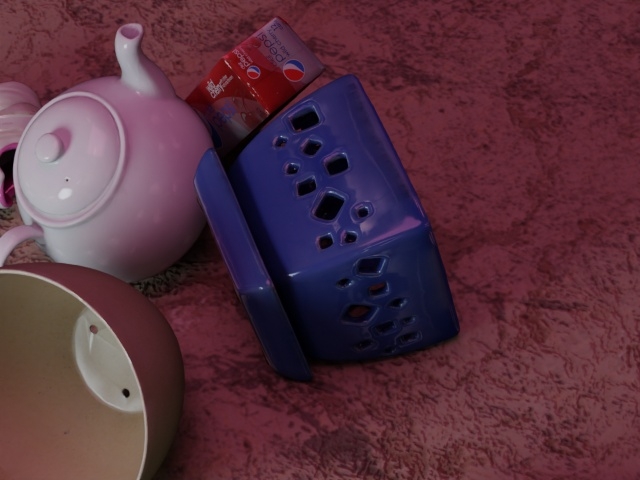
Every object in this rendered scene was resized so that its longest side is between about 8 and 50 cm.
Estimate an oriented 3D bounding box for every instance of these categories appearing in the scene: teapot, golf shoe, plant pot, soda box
[{"bbox_3d":[-0.254,-0.074,2.062,0.252,0.187,0.256,-18,71,26],"label":"teapot"},{"bbox_3d":[-0.448,-0.073,2.186,0.306,0.115,0.140,-31,58,-13],"label":"golf shoe"},{"bbox_3d":[-0.251,0.142,1.921,0.284,0.284,0.191,20,23,22],"label":"plant pot"},{"bbox_3d":[-0.090,-0.165,2.105,0.092,0.263,0.083,-40,92,-22],"label":"soda box"},{"bbox_3d":[0.000,0.000,1.990,0.212,0.236,0.236,-22,55,-2],"label":"plant pot"}]
